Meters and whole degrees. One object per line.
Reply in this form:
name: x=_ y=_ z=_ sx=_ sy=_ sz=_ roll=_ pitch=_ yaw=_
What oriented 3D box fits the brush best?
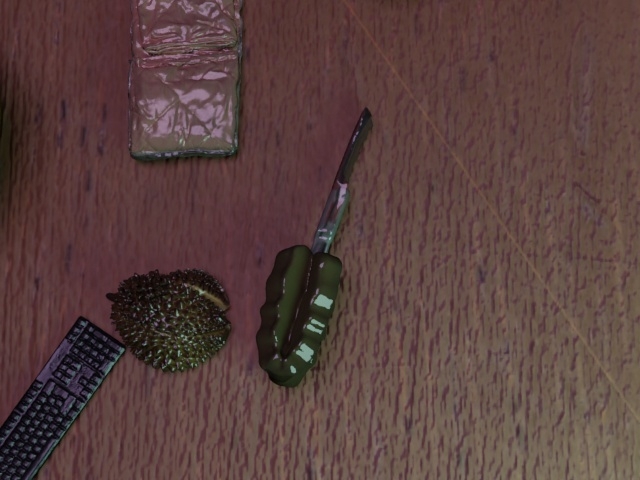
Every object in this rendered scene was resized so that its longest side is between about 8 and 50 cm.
brush: x=0.000 y=0.000 z=1.192 sx=0.071 sy=0.084 sz=0.301 roll=16 pitch=72 yaw=6

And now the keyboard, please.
keyboard: x=-0.280 y=0.176 z=1.200 sx=0.061 sy=0.013 sz=0.204 roll=32 pitch=81 yaw=13

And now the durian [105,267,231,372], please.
durian: x=-0.163 y=0.070 z=1.189 sx=0.140 sy=0.071 sz=0.111 roll=16 pitch=77 yaw=15

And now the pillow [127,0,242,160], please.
pillow: x=-0.146 y=-0.198 z=1.275 sx=0.126 sy=0.043 sz=0.233 roll=-1 pitch=72 yaw=1
